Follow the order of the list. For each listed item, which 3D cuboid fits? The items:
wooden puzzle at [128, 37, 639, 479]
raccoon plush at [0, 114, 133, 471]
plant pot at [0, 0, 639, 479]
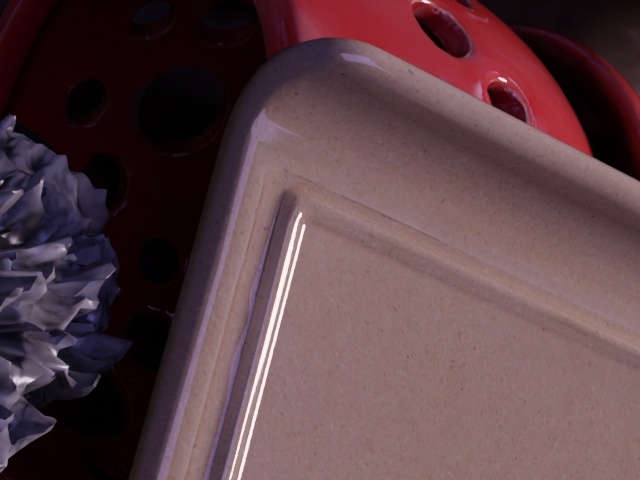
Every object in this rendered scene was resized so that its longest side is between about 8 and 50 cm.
[{"bbox_3d":[0.042,0.100,0.469,0.221,0.044,0.238,24,74,-28],"label":"wooden puzzle"},{"bbox_3d":[-0.198,-0.038,0.366,0.216,0.446,0.299,-33,101,0],"label":"raccoon plush"},{"bbox_3d":[0.000,0.000,0.597,0.174,0.191,0.191,9,77,-39],"label":"plant pot"}]
